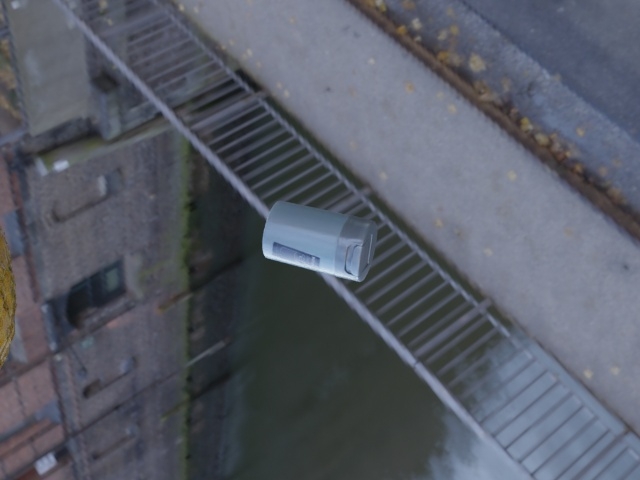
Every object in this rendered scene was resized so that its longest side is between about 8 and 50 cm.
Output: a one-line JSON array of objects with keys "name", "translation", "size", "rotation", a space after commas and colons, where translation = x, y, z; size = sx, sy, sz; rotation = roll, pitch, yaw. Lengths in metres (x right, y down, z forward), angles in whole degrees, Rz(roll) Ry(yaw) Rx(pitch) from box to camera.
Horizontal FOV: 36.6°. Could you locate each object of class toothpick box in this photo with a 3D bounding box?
[{"name": "toothpick box", "translation": [0.000, 0.000, 0.795], "size": [0.083, 0.052, 0.052], "rotation": [13, 136, 15]}]

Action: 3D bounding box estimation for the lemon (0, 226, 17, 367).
[{"name": "lemon", "translation": [-0.183, 0.009, 0.309], "size": [0.187, 0.142, 0.142], "rotation": [37, 151, -2]}]
